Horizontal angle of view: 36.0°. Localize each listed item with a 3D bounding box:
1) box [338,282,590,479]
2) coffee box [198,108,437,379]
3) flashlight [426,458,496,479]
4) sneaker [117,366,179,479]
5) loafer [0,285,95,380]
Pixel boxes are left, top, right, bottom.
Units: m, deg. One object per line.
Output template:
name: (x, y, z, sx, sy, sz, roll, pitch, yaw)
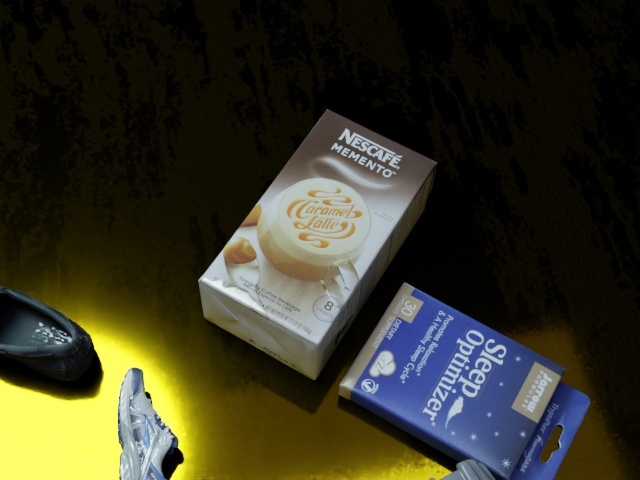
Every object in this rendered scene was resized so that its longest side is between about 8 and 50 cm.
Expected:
box: (0.149, 0.150, 0.989, 0.225, 0.036, 0.136, 28, 63, 12)
coffee box: (0.000, 0.000, 1.033, 0.141, 0.098, 0.247, 27, 63, 13)
flashlight: (0.182, 0.337, 0.837, 0.103, 0.103, 0.304, 2, 45, -47)
sneaker: (-0.167, 0.189, 0.955, 0.058, 0.052, 0.135, -1, 67, -14)
loafer: (-0.333, 0.074, 0.992, 0.223, 0.078, 0.076, 20, 61, 9)
